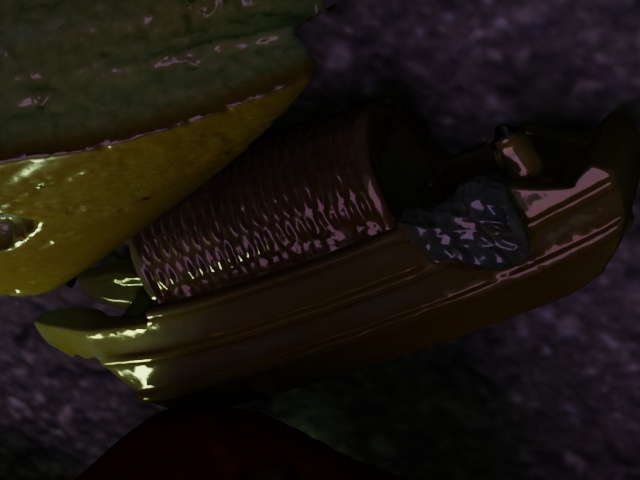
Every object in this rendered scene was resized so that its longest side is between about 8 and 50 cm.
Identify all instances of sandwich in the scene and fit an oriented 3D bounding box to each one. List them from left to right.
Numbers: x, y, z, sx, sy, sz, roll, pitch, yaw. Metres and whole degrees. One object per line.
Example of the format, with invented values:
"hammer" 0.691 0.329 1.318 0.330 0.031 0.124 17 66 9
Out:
"sandwich" -0.106 -0.068 0.805 0.128 0.122 0.236 8 154 -35

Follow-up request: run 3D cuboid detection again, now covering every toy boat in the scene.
"toy boat" 0.000 0.000 0.873 0.310 0.089 0.115 -19 111 33

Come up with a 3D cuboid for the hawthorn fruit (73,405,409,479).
"hawthorn fruit" -0.038 0.203 0.861 0.265 0.265 0.307 18 142 11
